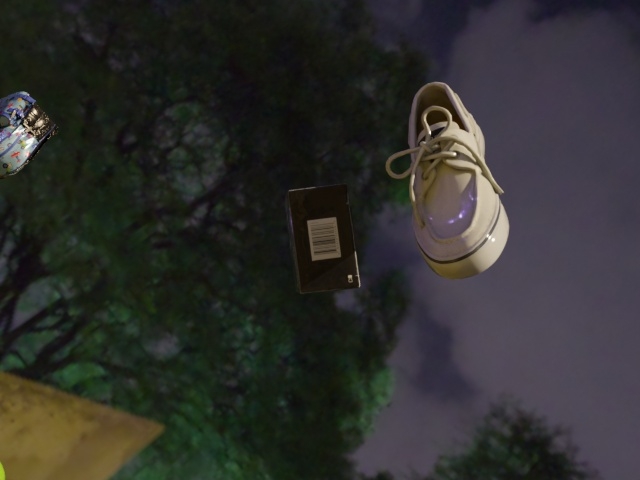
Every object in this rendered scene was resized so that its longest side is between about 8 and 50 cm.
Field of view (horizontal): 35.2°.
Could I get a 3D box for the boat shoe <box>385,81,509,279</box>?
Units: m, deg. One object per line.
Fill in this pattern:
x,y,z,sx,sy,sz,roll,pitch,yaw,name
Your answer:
0.170,-0.111,1.395,0.136,0.367,0.156,-20,-55,21,boat shoe

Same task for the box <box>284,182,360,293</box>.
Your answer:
0.000,0.000,1.541,0.158,0.093,0.156,147,-64,-86,box

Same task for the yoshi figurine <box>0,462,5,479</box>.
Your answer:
-0.620,0.334,1.610,0.362,0.203,0.203,44,-36,24,yoshi figurine

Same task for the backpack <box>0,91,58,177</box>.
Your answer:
-0.655,-0.206,2.085,0.158,0.173,0.117,-11,-52,32,backpack
